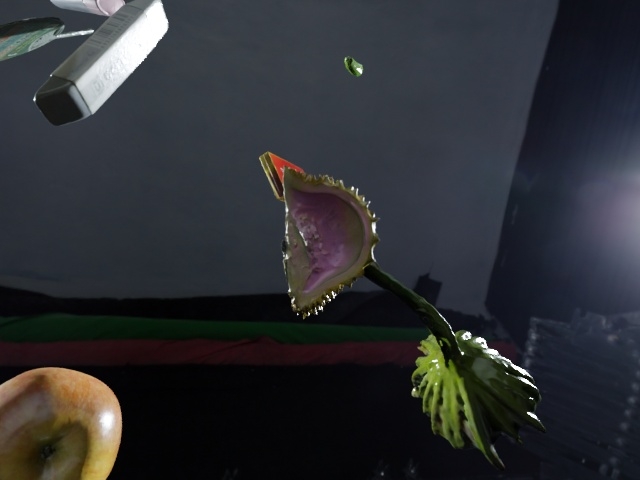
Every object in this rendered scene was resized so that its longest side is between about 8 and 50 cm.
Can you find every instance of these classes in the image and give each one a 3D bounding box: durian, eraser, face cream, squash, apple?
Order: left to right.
[{"bbox_3d":[-0.733,0.534,1.147,0.391,0.392,0.346,-3,179,-39],"label":"apple"},{"bbox_3d":[-0.574,-0.588,1.056,0.198,0.057,0.084,20,-156,23],"label":"face cream"},{"bbox_3d":[-0.432,-0.371,0.881,0.061,0.352,0.089,20,153,8],"label":"eraser"},{"bbox_3d":[-0.001,-0.002,0.620,0.132,0.183,0.165,-11,157,-31],"label":"durian"},{"bbox_3d":[0.067,-0.354,0.882,0.027,0.027,0.089,12,-168,20],"label":"squash"}]

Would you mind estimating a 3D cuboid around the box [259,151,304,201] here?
[{"bbox_3d":[-0.055,-0.107,0.810,0.023,0.090,0.133,-32,161,19],"label":"box"}]

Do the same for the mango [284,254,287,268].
[{"bbox_3d":[-0.041,0.094,1.157,0.103,0.161,0.076,-10,-171,13],"label":"mango"}]

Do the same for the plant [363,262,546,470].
[{"bbox_3d":[0.184,0.201,0.646,0.251,0.180,0.333,25,170,46],"label":"plant"}]

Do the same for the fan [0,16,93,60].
[{"bbox_3d":[-0.566,-0.404,0.850,0.294,0.012,0.223,-37,-156,-30],"label":"fan"}]
